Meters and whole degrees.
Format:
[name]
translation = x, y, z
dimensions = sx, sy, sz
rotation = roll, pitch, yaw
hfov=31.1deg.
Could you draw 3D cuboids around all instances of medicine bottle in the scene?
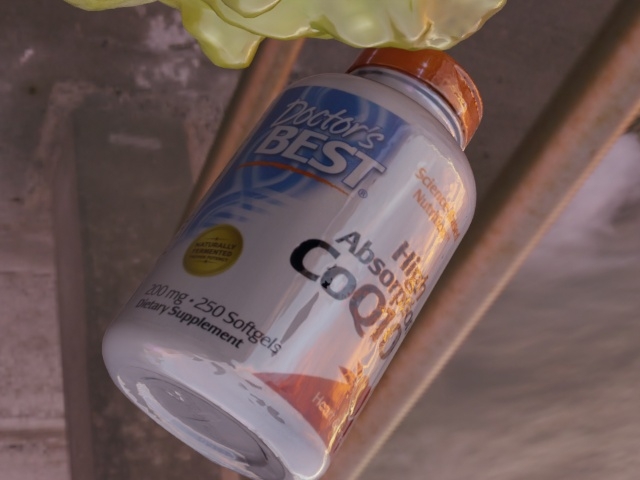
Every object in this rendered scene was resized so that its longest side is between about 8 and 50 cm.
[medicine bottle]
translation = 0.000, 0.000, 0.740
dimensions = 0.157, 0.289, 0.157
rotation = 27, 155, 14

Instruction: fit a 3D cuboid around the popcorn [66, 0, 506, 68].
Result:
[popcorn]
translation = -0.010, -0.220, 0.445
dimensions = 0.312, 0.312, 0.312
rotation = -8, 142, -6
